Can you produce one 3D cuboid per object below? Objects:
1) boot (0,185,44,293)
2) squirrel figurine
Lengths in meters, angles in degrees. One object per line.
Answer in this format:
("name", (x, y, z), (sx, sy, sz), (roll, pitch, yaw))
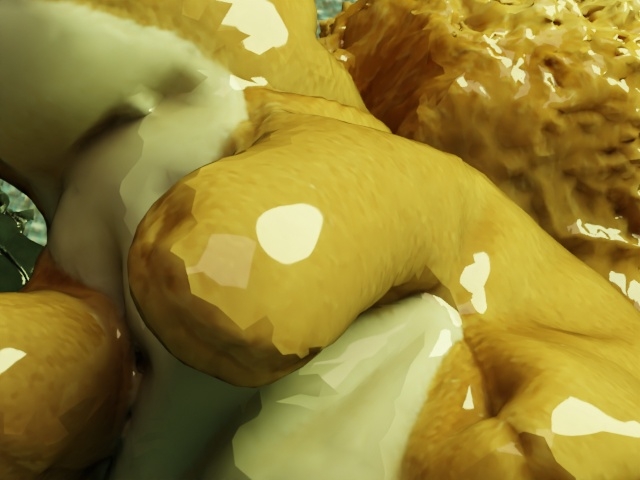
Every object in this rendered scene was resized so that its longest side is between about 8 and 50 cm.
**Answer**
("boot", (-0.172, 0.015, 0.867), (0.099, 0.045, 0.121), (36, 41, 19))
("squirrel figurine", (0.000, 0.000, 0.737), (0.397, 0.281, 0.370), (-12, 68, -54))
